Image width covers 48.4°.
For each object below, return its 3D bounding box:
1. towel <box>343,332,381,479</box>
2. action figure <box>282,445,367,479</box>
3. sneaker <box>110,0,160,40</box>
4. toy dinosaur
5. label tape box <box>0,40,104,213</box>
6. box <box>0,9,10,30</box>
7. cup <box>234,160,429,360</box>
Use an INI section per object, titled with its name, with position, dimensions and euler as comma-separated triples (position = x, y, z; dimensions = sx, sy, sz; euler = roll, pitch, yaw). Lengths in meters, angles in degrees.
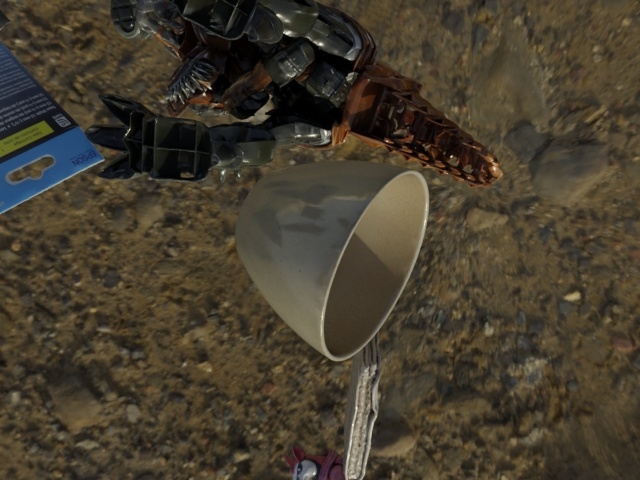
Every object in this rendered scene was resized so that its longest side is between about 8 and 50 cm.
[towel]
position = 0.081, 0.304, 1.377
dimensions = 0.049, 0.187, 0.282
euler = 7, 118, 0
[action figure]
position = 0.082, 0.541, 1.486
dimensions = 0.370, 0.248, 0.276
euler = 45, 74, -6
[sneaker]
position = -0.382, -0.544, 1.447
dimensions = 0.101, 0.106, 0.267
euler = 4, 105, 27
[toy dinosaur]
position = -0.026, -0.125, 0.492
dimensions = 0.322, 0.218, 0.164
euler = 8, 101, 37
[label tape box]
position = -0.577, -0.188, 1.189
dimensions = 0.347, 0.249, 0.115
euler = 48, 139, 2
[box]
position = -0.556, -0.316, 0.931
dimensions = 0.270, 0.060, 0.216
euler = -11, 128, 45
[cup]
position = 0.000, 0.000, 1.188
dimensions = 0.237, 0.331, 0.331
euler = 25, 99, 26
